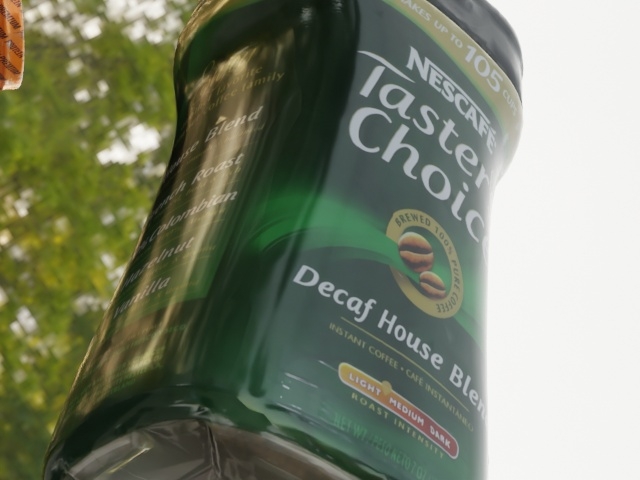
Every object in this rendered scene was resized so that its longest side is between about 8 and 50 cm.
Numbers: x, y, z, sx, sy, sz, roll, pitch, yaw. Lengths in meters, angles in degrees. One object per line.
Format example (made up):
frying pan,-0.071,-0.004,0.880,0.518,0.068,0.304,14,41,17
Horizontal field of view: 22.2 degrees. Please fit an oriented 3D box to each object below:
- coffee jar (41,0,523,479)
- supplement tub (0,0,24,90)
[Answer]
coffee jar,0.000,0.000,0.409,0.096,0.184,0.079,35,-47,-25
supplement tub,-0.315,-0.150,1.171,0.117,0.190,0.117,176,-90,-71
